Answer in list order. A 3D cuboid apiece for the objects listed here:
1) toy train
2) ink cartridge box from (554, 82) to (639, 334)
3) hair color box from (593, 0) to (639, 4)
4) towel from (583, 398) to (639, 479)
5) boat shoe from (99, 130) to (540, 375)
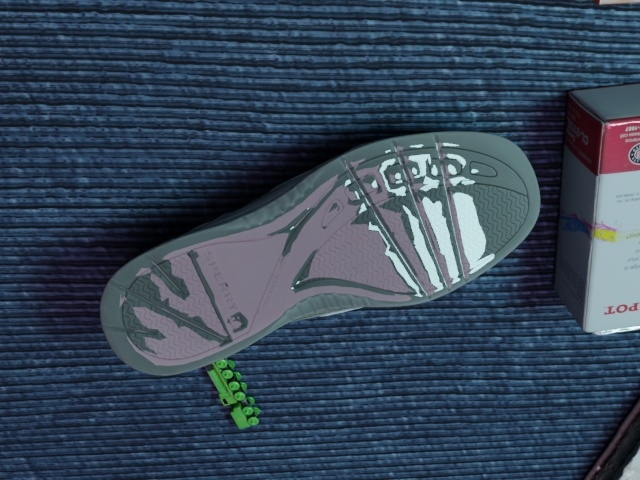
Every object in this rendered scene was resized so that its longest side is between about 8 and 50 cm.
[{"bbox_3d":[-0.075,0.124,0.715,0.023,0.017,0.083,-17,120,12],"label":"toy train"},{"bbox_3d":[0.252,-0.026,0.653,0.127,0.072,0.175,-7,119,-6],"label":"ink cartridge box"},{"bbox_3d":[0.259,-0.210,0.567,0.167,0.053,0.093,-5,119,-5],"label":"hair color box"},{"bbox_3d":[0.372,0.195,0.805,0.187,0.049,0.282,17,114,-16],"label":"towel"},{"bbox_3d":[0.000,0.003,0.625,0.320,0.103,0.118,-23,100,-3],"label":"boat shoe"}]
